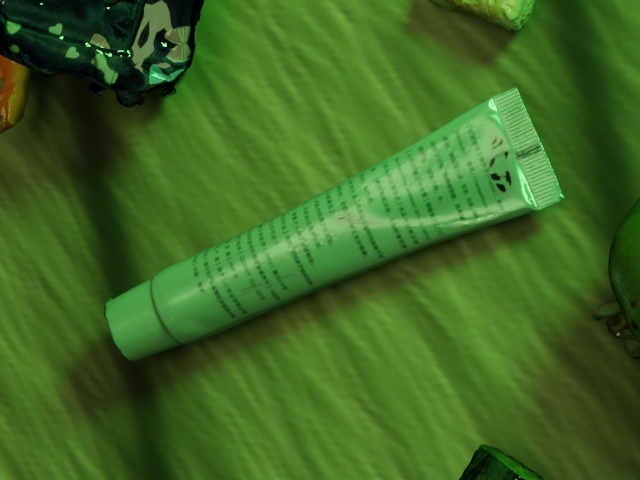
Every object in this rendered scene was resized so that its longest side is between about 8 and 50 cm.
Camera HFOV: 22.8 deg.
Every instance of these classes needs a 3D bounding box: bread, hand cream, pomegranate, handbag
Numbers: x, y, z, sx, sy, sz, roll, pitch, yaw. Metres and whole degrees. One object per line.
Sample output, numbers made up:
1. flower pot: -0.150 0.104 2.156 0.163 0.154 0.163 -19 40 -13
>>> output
1. bread: 0.114 -0.184 1.083 0.083 0.035 0.070 18 90 30
2. hand cream: 0.000 0.000 1.093 0.331 0.058 0.085 -25 73 18
3. pomegranate: 0.226 0.029 0.977 0.161 0.122 0.122 -47 63 52
4. handbag: -0.143 -0.231 1.138 0.162 0.113 0.260 14 86 -16

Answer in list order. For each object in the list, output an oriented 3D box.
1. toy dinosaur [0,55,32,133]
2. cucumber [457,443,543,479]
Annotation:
1. toy dinosaur: -0.259 -0.217 1.229 0.117 0.070 0.288 -10 75 22
2. cucumber: 0.078 0.238 1.027 0.078 0.062 0.211 35 97 22
